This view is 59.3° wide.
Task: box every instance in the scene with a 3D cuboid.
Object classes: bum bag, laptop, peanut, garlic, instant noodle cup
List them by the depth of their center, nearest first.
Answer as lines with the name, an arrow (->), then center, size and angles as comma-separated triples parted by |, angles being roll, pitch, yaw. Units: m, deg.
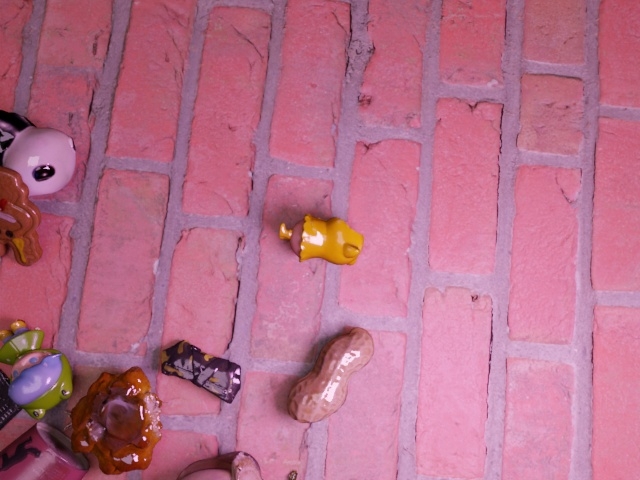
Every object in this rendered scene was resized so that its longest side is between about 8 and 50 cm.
instant noodle cup -> -0.701, 0.577, 1.384 | 0.235, 0.235, 0.178 | 43, 74, 4
garlic -> -0.240, 0.634, 1.386 | 0.292, 0.237, 0.210 | -34, 72, 30
peanut -> 0.033, 0.358, 1.484 | 0.136, 0.120, 0.298 | 41, 81, -20
laptop -> -0.883, 0.449, 1.492 | 0.129, 0.016, 0.180 | 45, 84, 5
bum bag -> -0.318, 0.344, 1.502 | 0.232, 0.060, 0.107 | 26, 73, 0

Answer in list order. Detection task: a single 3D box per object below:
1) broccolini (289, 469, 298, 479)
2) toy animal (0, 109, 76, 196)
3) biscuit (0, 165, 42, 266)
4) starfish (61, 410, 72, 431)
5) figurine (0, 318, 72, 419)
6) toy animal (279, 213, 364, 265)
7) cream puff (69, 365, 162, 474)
broccolini -> -0.097, 0.706, 1.475 | 0.074, 0.058, 0.201 | 26, 66, -12
toy animal -> -0.790, -0.223, 1.503 | 0.266, 0.212, 0.213 | 28, 82, -1
biscuit -> -0.817, -0.057, 1.460 | 0.186, 0.044, 0.295 | 12, 125, -1
starfish -> -0.642, 0.476, 1.495 | 0.092, 0.016, 0.086 | 23, 79, -1
figurine -> -0.747, 0.326, 1.460 | 0.162, 0.143, 0.263 | -35, 68, -14
toy animal -> 0.000, 0.001, 1.517 | 0.229, 0.156, 0.156 | 14, 82, 2
cream puff -> -0.513, 0.452, 1.433 | 0.241, 0.155, 0.269 | 23, 81, -3
